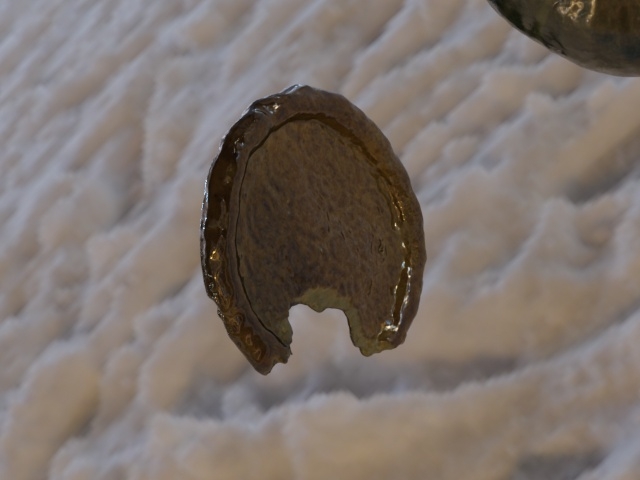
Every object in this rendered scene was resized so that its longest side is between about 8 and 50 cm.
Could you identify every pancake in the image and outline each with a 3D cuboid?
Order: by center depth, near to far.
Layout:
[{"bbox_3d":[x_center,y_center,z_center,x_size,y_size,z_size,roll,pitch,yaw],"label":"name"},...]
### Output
[{"bbox_3d":[0.000,0.000,1.551,0.033,0.288,0.286,-9,46,38],"label":"pancake"}]

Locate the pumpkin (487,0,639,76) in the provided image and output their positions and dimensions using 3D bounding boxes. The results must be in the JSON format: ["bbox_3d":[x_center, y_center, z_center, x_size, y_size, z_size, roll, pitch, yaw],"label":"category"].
[{"bbox_3d":[0.238,-0.261,1.233,0.300,0.300,0.207,-26,0,33],"label":"pumpkin"}]
